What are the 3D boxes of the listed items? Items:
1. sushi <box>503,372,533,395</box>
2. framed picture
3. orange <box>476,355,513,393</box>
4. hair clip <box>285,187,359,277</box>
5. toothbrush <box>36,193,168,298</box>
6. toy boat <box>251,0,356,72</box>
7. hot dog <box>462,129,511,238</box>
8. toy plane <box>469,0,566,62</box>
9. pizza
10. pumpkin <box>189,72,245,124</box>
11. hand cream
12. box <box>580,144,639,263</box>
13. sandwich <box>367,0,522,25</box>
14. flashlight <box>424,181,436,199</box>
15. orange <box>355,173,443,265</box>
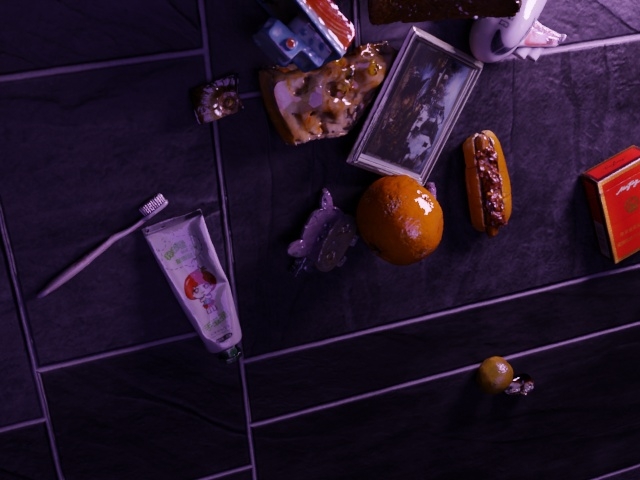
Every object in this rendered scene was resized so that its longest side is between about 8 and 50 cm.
[{"bbox_3d":[0.493,0.358,2.153,0.083,0.044,0.046,-9,116,-20],"label":"sushi"},{"bbox_3d":[0.198,-0.257,1.747,0.232,0.019,0.296,14,108,-41],"label":"framed picture"},{"bbox_3d":[0.419,0.328,2.089,0.095,0.085,0.085,-48,121,1],"label":"orange"},{"bbox_3d":[0.004,0.004,1.798,0.146,0.056,0.187,35,94,-37],"label":"hair clip"},{"bbox_3d":[-0.419,0.011,1.649,0.307,0.025,0.030,-38,112,-3],"label":"toothbrush"},{"bbox_3d":[-0.097,-0.426,1.504,0.332,0.145,0.133,46,77,-19],"label":"toy boat"},{"bbox_3d":[0.367,-0.116,1.875,0.102,0.076,0.249,-20,117,-16],"label":"hot dog"},{"bbox_3d":[0.388,-0.462,1.708,0.252,0.118,0.252,-8,116,-16],"label":"toy plane"},{"bbox_3d":[0.031,-0.291,1.667,0.296,0.071,0.189,-20,115,-19],"label":"pizza"},{"bbox_3d":[-0.193,-0.264,1.614,0.101,0.035,0.073,-18,107,-9],"label":"pumpkin"},{"bbox_3d":[-0.240,0.100,1.745,0.121,0.076,0.336,-25,113,-12],"label":"hand cream"},{"bbox_3d":[0.713,-0.083,2.032,0.153,0.074,0.240,-26,121,-5],"label":"box"},{"bbox_3d":[0.226,-0.518,1.587,0.288,0.254,0.100,-4,160,6],"label":"sandwich"},{"bbox_3d":[0.237,-0.074,1.869,0.052,0.031,0.110,-10,111,-15],"label":"flashlight"},{"bbox_3d":[0.157,-0.038,1.758,0.161,0.193,0.193,-37,121,-11],"label":"orange"}]
